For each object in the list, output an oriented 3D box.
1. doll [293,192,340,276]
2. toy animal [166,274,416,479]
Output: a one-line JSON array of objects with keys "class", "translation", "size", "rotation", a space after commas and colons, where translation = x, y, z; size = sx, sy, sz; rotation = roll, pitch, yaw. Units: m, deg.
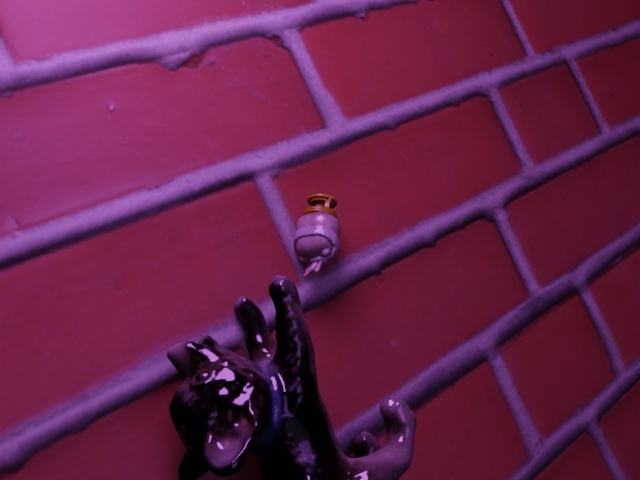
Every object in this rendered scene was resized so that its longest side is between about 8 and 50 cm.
[{"class": "doll", "translation": [0.000, 0.000, 1.013], "size": [0.084, 0.073, 0.127], "rotation": [41, 50, -53]}, {"class": "toy animal", "translation": [-0.062, 0.253, 0.824], "size": [0.344, 0.194, 0.303], "rotation": [46, 52, -5]}]
